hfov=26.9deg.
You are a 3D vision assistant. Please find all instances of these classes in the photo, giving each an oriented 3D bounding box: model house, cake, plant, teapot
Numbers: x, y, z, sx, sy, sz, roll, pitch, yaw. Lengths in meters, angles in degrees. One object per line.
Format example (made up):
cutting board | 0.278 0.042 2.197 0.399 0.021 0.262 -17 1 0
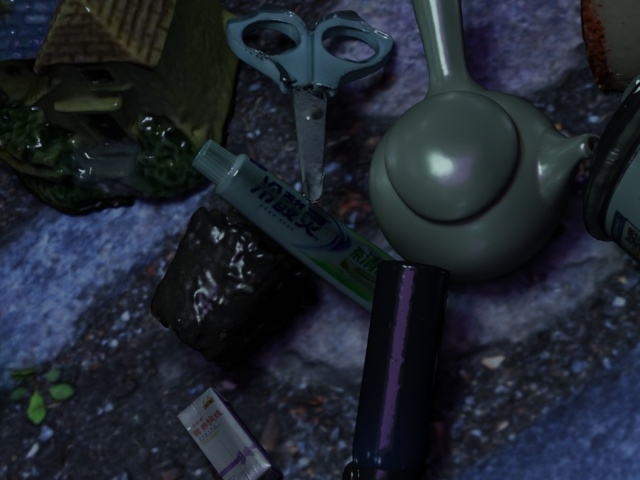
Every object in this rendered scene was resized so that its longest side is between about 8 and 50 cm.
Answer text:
model house | -0.274 -0.208 1.501 0.321 0.266 0.261 -1 61 19
cake | 0.382 -0.259 1.418 0.158 0.159 0.262 9 34 24
plant | -0.079 0.031 1.387 0.129 0.132 0.194 33 84 28
teapot | 0.126 -0.112 1.375 0.220 0.149 0.318 -33 60 0

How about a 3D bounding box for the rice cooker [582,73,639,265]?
rice cooker | 0.385 -0.049 1.189 0.316 0.317 0.264 51 128 31

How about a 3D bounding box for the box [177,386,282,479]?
box | -0.092 0.207 1.359 0.051 0.036 0.117 -39 58 -2

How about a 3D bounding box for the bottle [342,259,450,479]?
bottle | 0.071 0.143 1.285 0.082 0.072 0.244 9 82 -13

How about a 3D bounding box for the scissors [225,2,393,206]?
scissors | -0.010 -0.151 1.415 0.191 0.029 0.360 6 38 -6

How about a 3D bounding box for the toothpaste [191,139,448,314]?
toothpaste | 0.000 0.000 1.323 0.074 0.297 0.048 -59 17 -18
